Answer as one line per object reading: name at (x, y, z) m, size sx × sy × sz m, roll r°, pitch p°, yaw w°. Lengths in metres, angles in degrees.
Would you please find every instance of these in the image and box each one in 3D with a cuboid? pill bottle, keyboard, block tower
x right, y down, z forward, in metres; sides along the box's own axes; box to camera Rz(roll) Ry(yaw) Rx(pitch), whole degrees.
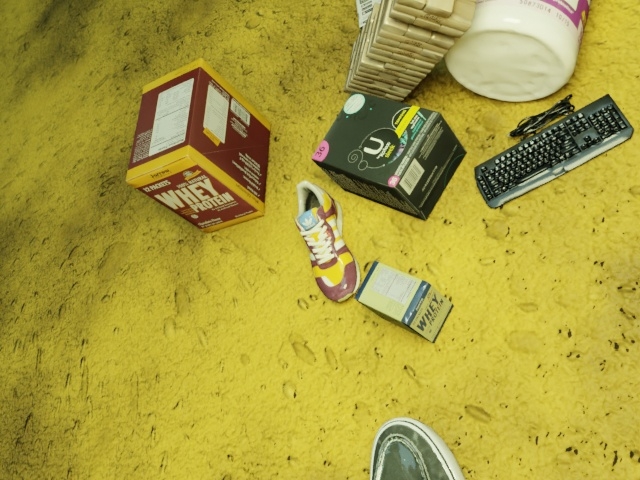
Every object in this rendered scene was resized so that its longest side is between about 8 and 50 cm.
pill bottle at (0.279, -0.353, 0.808) m, size 0.169 × 0.169 × 0.301 m, roll 7°, pitch 71°, yaw 37°
keyboard at (0.280, -0.125, 0.772) m, size 0.192 × 0.038 × 0.100 m, roll -29°, pitch 52°, yaw 18°
block tower at (0.108, -0.271, 0.805) m, size 0.091 × 0.335 × 0.097 m, roll 15°, pitch 85°, yaw -7°

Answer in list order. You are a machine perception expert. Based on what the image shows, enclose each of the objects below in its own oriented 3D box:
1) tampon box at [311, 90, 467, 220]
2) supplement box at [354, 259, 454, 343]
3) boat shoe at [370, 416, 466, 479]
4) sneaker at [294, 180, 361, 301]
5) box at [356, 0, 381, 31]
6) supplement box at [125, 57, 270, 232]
tampon box at (0.094, -0.121, 0.854) m, size 0.161 × 0.101 × 0.120 m, roll 25°, pitch 81°, yaw 41°
supplement box at (0.104, 0.076, 0.754) m, size 0.083 × 0.083 × 0.056 m, roll 23°, pitch 81°, yaw 41°
boat shoe at (0.093, 0.326, 0.612) m, size 0.113 × 0.105 × 0.306 m, roll -18°, pitch 57°, yaw 26°
sneaker at (0.000, 0.000, 0.867) m, size 0.070 × 0.084 × 0.185 m, roll -30°, pitch 52°, yaw 19°
box at (0.158, -0.430, 1.020) m, size 0.207 × 0.036 × 0.114 m, roll -19°, pitch 56°, yaw 26°
supplement box at (-0.192, -0.149, 1.009) m, size 0.129 × 0.191 × 0.194 m, roll -15°, pitch 58°, yaw 28°
